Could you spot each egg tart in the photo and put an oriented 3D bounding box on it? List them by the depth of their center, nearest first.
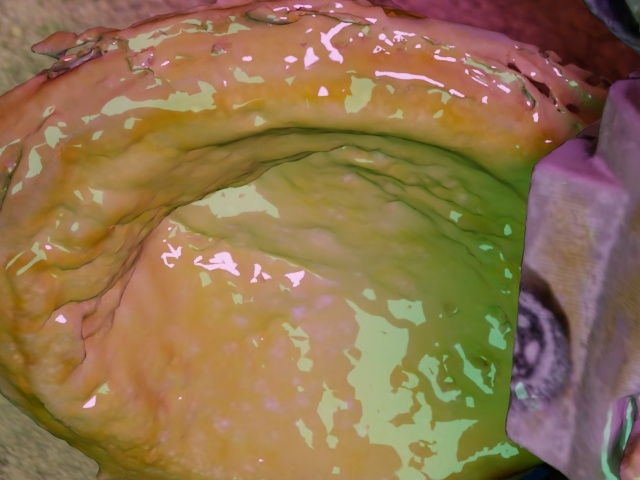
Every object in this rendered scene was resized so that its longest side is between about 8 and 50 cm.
[{"bbox_3d":[0.000,0.000,0.727,0.315,0.120,0.315,2,139,2],"label":"egg tart"}]

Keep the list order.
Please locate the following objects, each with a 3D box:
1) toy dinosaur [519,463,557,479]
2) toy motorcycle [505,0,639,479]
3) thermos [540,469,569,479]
[{"bbox_3d":[0.056,0.094,0.889,0.248,0.075,0.188,3,128,44],"label":"toy dinosaur"},{"bbox_3d":[0.165,0.028,0.556,0.223,0.108,0.340,17,120,29],"label":"toy motorcycle"},{"bbox_3d":[0.151,0.142,0.786,0.188,0.073,0.083,8,136,-22],"label":"thermos"}]
